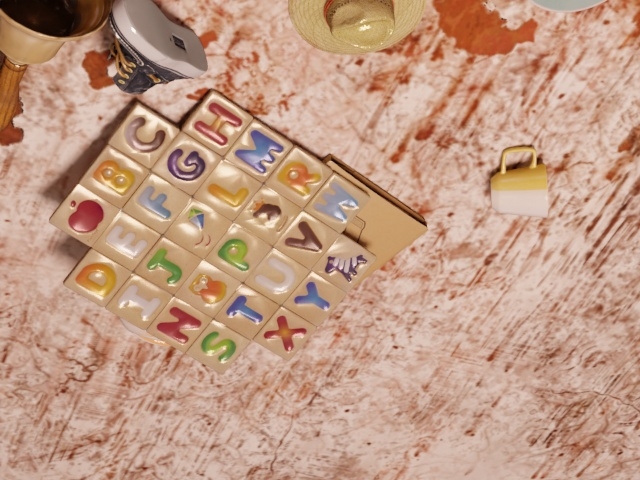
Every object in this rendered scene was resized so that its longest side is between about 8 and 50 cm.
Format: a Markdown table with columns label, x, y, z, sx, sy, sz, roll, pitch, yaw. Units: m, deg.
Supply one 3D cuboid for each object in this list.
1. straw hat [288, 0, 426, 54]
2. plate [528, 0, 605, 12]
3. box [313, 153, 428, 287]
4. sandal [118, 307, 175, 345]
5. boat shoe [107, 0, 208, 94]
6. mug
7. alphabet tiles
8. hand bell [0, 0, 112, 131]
| label | x | y | z | sx | sy | sz | roll | pitch | yaw |
| --- | --- | --- | --- | --- | --- | --- | --- | --- | --- |
| straw hat | 0.041 | -0.225 | 1.407 | 0.145 | 0.061 | 0.144 | -4 | 135 | -4 |
| plate | 0.251 | -0.304 | 1.310 | 0.188 | 0.024 | 0.188 | -17 | 131 | -20 |
| box | 0.000 | 0.000 | 1.647 | 0.164 | 0.021 | 0.201 | 32 | 123 | -32 |
| sandal | -0.205 | 0.052 | 1.629 | 0.102 | 0.076 | 0.265 | -9 | 134 | 1 |
| boat shoe | -0.181 | -0.185 | 1.368 | 0.083 | 0.065 | 0.183 | -20 | 166 | 14 |
| mug | 0.228 | -0.063 | 1.602 | 0.064 | 0.078 | 0.062 | -3 | 167 | 7 |
| alphabet tiles | -0.116 | -0.001 | 1.570 | 0.342 | 0.011 | 0.285 | 33 | 108 | -25 |
| hand bell | -0.308 | -0.178 | 1.396 | 0.126 | 0.126 | 0.242 | 15 | 143 | -21 |
